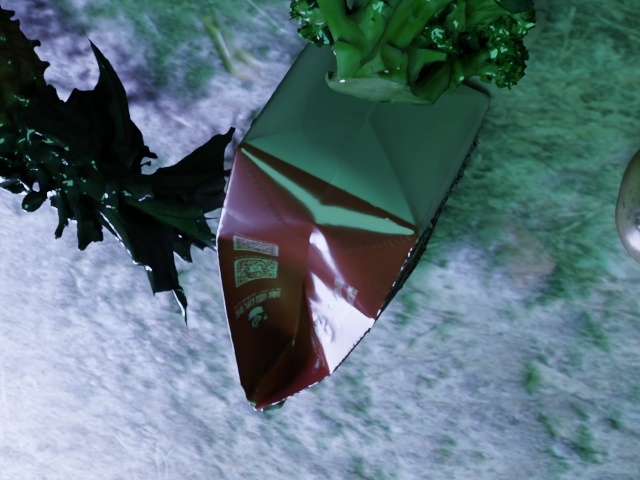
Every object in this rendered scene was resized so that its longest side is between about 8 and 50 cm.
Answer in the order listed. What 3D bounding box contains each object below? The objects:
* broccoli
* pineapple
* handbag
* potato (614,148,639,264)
[{"bbox_3d":[0.051,-0.163,1.056,0.195,0.156,0.195,7,167,2],"label":"broccoli"},{"bbox_3d":[-0.208,-0.081,1.295,0.364,0.165,0.165,31,141,5],"label":"pineapple"},{"bbox_3d":[0.000,0.000,1.241,0.151,0.171,0.298,27,140,4],"label":"handbag"},{"bbox_3d":[0.261,-0.028,1.095,0.147,0.112,0.112,-17,121,39],"label":"potato"}]
